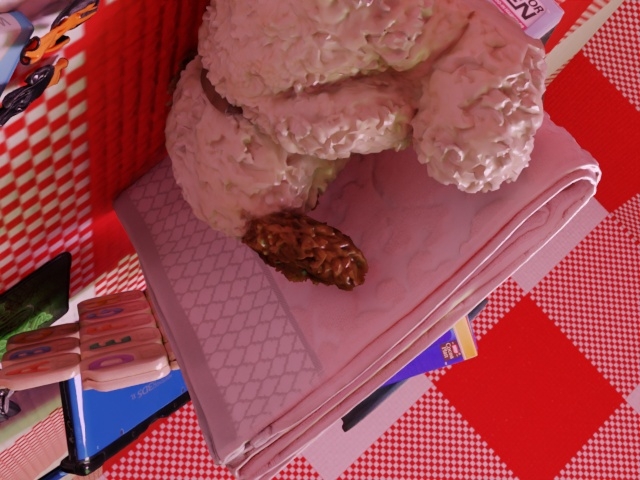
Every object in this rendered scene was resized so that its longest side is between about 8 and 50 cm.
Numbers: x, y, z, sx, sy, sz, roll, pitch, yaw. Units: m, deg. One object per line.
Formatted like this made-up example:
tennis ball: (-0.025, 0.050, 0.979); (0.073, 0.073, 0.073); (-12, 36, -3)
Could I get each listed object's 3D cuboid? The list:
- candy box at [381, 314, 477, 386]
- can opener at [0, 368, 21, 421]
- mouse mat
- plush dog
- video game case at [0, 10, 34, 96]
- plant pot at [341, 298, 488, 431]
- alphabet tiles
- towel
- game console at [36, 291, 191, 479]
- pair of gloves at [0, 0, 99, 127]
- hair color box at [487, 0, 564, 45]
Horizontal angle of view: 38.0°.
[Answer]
candy box: (0.050, 0.093, 1.408); (0.317, 0.268, 0.122); (-19, 180, 7)
can opener: (-0.329, 0.152, 0.937); (0.186, 0.073, 0.059); (115, -16, -81)
mouse mat: (-0.300, 0.085, 0.885); (0.152, 0.007, 0.190); (-39, 174, -26)
plush dog: (-0.022, -0.097, 0.588); (0.210, 0.262, 0.225); (7, 129, -36)
video game case: (-0.221, -0.050, 0.437); (0.119, 0.015, 0.166); (-47, 172, 36)
plant pot: (0.059, 0.098, 1.640); (0.341, 0.334, 0.341); (-41, 174, -5)
alphabet tiles: (-0.152, 0.077, 0.859); (0.277, 0.021, 0.284); (-12, -169, -13)
towel: (-0.006, -0.036, 0.698); (0.317, 0.332, 0.053); (-42, 134, 9)
game console: (-0.292, 0.196, 1.218); (0.173, 0.250, 0.293); (1, -168, 23)
pair of gloves: (-0.148, -0.098, 0.499); (0.083, 0.010, 0.074); (-46, -170, 36)
hair color box: (0.127, -0.181, 1.206); (0.374, 0.113, 0.185); (-43, 174, -1)
